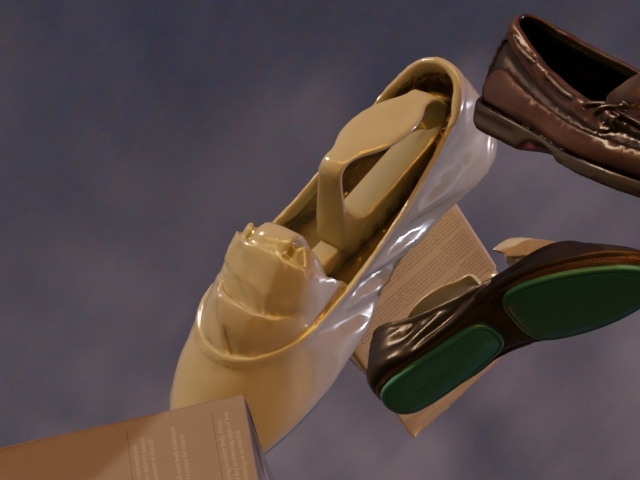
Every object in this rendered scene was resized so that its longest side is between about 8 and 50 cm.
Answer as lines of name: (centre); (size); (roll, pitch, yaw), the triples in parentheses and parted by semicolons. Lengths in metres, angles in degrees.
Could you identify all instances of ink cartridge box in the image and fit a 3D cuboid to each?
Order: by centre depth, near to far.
ink cartridge box: (0.084, 0.052, 1.747); (0.225, 0.181, 0.056); (56, -19, -18)

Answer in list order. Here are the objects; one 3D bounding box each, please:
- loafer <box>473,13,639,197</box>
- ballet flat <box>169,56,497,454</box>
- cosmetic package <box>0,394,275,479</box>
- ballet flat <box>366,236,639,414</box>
loafer: (0.215, -0.094, 1.267); (0.302, 0.109, 0.095); (28, -66, 54)
ballet flat: (0.000, 0.000, 1.411); (0.139, 0.400, 0.139); (33, -25, 17)
cosmetic package: (-0.140, 0.182, 0.980); (0.238, 0.127, 0.107); (-13, -43, 2)
ballet flat: (0.158, 0.052, 1.536); (0.280, 0.096, 0.095); (-25, -46, 16)
